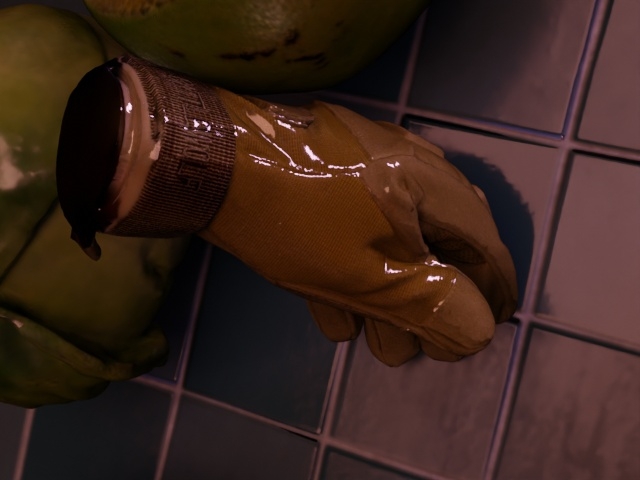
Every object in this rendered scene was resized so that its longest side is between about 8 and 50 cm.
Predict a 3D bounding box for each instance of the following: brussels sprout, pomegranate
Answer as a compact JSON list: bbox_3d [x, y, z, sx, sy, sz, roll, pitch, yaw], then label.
[{"bbox_3d":[-0.199,-0.027,0.808,0.294,0.227,0.259,40,105,28],"label":"brussels sprout"},{"bbox_3d":[-0.036,-0.245,0.775,0.358,0.216,0.310,7,87,52],"label":"pomegranate"}]

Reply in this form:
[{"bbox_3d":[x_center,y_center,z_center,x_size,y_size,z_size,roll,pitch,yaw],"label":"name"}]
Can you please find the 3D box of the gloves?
[{"bbox_3d":[0.002,-0.016,0.716,0.154,0.331,0.141,-9,65,54],"label":"gloves"}]
